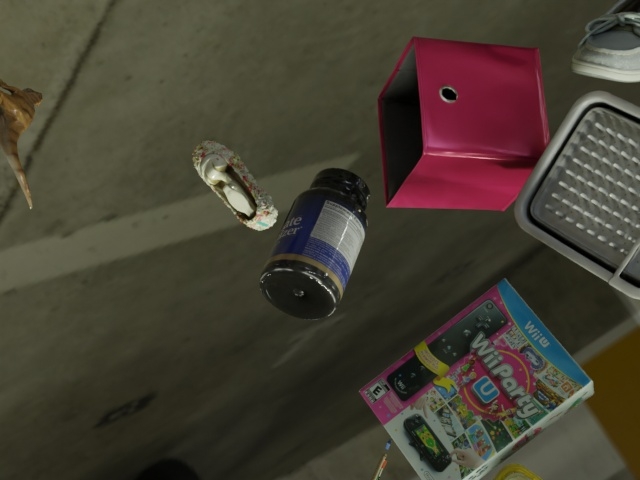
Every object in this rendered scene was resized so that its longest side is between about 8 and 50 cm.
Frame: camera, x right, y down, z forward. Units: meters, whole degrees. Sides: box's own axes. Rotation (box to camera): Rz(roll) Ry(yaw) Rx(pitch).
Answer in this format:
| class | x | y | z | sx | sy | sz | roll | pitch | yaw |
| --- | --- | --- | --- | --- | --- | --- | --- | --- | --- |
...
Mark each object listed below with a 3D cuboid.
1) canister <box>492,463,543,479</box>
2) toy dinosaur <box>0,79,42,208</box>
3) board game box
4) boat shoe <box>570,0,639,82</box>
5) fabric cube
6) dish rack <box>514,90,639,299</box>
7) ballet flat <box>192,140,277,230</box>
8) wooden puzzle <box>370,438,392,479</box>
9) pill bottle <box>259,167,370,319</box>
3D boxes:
| class | x | y | z | sx | sy | sz | roll | pitch | yaw |
| --- | --- | --- | --- | --- | --- | --- | --- | --- | --- |
| canister | 0.338 | 0.432 | 1.633 | 0.073 | 0.126 | 0.170 | -52 | -176 | 8 |
| toy dinosaur | -0.354 | -0.139 | 1.180 | 0.112 | 0.212 | 0.064 | 24 | 121 | -21 |
| board game box | 0.249 | 0.243 | 1.678 | 0.303 | 0.224 | 0.097 | -37 | 153 | 0 |
| boat shoe | 0.448 | -0.306 | 1.486 | 0.320 | 0.118 | 0.103 | -34 | 132 | -44 |
| fabric cube | 0.274 | -0.220 | 2.037 | 0.258 | 0.254 | 0.259 | 3 | 158 | -13 |
| dish rack | 0.522 | -0.078 | 1.784 | 0.072 | 0.333 | 0.286 | 20 | 103 | -50 |
| ballet flat | -0.176 | -0.114 | 2.035 | 0.091 | 0.241 | 0.077 | -53 | 160 | 17 |
| wooden puzzle | 0.103 | 0.412 | 1.850 | 0.078 | 0.014 | 0.116 | 24 | 89 | -81 |
| pill bottle | 0.000 | 0.000 | 1.550 | 0.123 | 0.122 | 0.219 | -52 | -168 | 52 |
